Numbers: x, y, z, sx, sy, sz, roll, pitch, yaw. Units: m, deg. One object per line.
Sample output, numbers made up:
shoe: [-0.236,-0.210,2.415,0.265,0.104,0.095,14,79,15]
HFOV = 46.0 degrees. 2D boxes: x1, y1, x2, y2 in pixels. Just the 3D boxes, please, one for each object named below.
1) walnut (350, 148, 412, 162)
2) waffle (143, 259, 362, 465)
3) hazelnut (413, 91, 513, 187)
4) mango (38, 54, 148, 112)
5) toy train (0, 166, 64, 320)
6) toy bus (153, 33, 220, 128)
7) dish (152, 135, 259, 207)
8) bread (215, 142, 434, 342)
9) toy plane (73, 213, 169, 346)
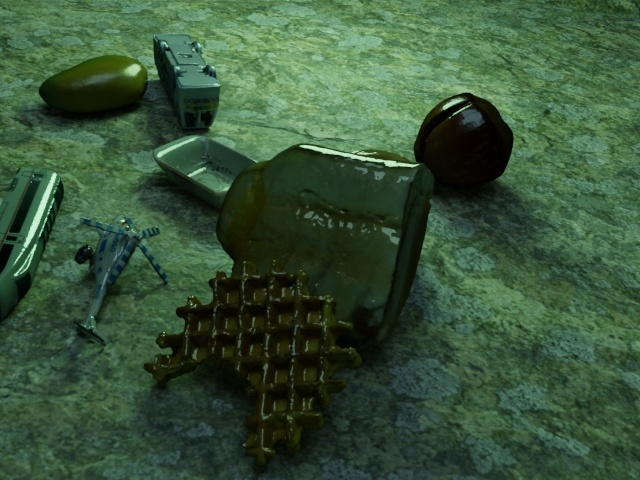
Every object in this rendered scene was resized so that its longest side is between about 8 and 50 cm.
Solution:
walnut: [0.093,-0.079,1.415,0.213,0.213,0.213,5,35,-4]
waffle: [-0.086,0.158,1.085,0.293,0.069,0.260,34,76,28]
hazelnut: [0.313,-0.207,1.661,0.218,0.218,0.234,19,18,15]
mango: [-0.529,-0.368,1.774,0.251,0.114,0.156,-18,50,-33]
toy train: [-0.514,0.019,1.266,0.088,0.087,0.407,7,35,-10]
toy bus: [-0.329,-0.392,1.825,0.108,0.136,0.330,-5,37,-21]
dish: [-0.239,-0.142,1.554,0.234,0.064,0.154,30,41,26]
bread: [0.000,0.000,1.251,0.341,0.301,0.210,9,-9,17]
toy plane: [-0.350,0.062,1.259,0.182,0.107,0.273,29,47,-46]
